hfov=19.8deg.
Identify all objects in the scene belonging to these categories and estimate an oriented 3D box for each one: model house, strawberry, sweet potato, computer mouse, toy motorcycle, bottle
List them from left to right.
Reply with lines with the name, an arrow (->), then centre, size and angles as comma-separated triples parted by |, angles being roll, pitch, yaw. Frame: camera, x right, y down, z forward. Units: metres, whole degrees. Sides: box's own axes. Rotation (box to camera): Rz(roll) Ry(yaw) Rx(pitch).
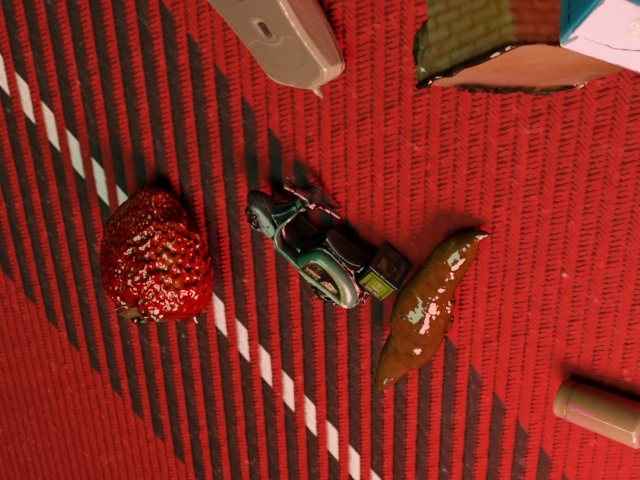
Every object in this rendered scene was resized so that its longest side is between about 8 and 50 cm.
strawberry -> -0.179, 0.019, 2.006 | 0.131, 0.131, 0.148 | -6, 84, 45
computer mouse -> -0.036, -0.202, 1.665 | 0.089, 0.056, 0.182 | 1, 140, 43
toy motorcycle -> 0.000, 0.000, 1.868 | 0.173, 0.058, 0.100 | 41, 138, -7
sweet potato -> 0.106, 0.069, 1.849 | 0.067, 0.067, 0.274 | 33, 140, 6
model house -> 0.158, -0.209, 1.394 | 0.166, 0.183, 0.172 | -15, 82, 51
bottle -> 0.281, 0.171, 1.826 | 0.096, 0.045, 0.045 | 20, 142, 28

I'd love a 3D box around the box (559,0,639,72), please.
box -> 0.240, -0.207, 1.258 | 0.139, 0.194, 0.073 | 15, 148, -16
